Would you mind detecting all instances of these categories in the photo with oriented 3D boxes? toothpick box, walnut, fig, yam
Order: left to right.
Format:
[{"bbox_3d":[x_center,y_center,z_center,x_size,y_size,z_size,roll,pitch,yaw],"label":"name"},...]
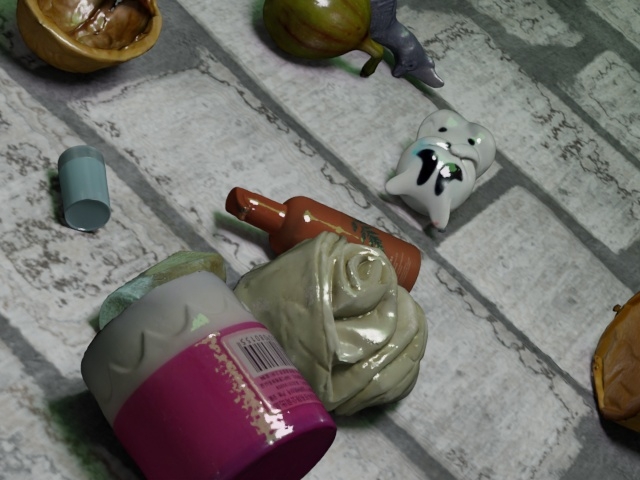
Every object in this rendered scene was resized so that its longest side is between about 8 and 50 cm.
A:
[{"bbox_3d":[-0.290,-0.259,1.960,0.167,0.087,0.211,49,35,4],"label":"walnut"},{"bbox_3d":[-0.254,-0.057,1.780,0.052,0.052,0.083,17,40,-30],"label":"toothpick box"},{"bbox_3d":[-0.161,0.057,1.718,0.068,0.068,0.169,42,33,6],"label":"yam"},{"bbox_3d":[0.011,-0.300,2.265,0.186,0.148,0.142,37,40,-3],"label":"fig"}]

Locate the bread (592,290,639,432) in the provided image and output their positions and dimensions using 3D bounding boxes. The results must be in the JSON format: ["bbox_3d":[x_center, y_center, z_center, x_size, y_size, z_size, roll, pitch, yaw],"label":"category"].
[{"bbox_3d":[0.435,0.154,2.082,0.104,0.199,0.199,27,34,-21],"label":"bread"}]

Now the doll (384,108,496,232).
[{"bbox_3d":[0.163,-0.101,2.196,0.110,0.107,0.181,29,31,6],"label":"doll"}]

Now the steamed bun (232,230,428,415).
[{"bbox_3d":[0.030,0.076,1.812,0.218,0.144,0.211,46,33,11],"label":"steamed bun"}]

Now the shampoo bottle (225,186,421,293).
[{"bbox_3d":[0.000,-0.001,1.935,0.244,0.085,0.085,23,35,-23],"label":"shampoo bottle"}]

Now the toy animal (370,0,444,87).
[{"bbox_3d":[0.048,-0.374,2.344,0.205,0.367,0.081,-1,35,20],"label":"toy animal"}]

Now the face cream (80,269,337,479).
[{"bbox_3d":[-0.106,0.153,1.553,0.175,0.175,0.195,-11,57,-50],"label":"face cream"}]
